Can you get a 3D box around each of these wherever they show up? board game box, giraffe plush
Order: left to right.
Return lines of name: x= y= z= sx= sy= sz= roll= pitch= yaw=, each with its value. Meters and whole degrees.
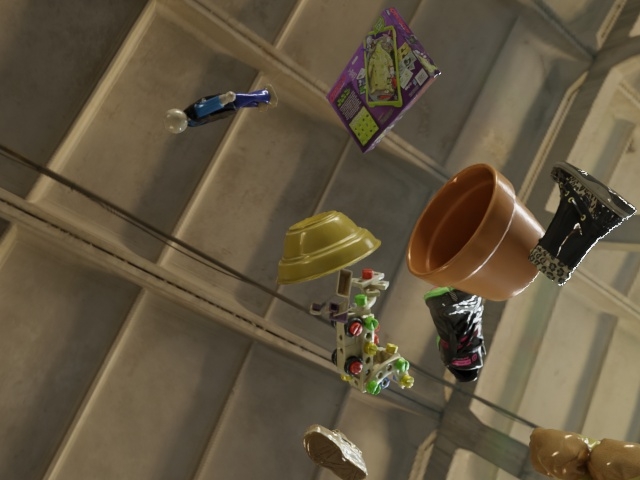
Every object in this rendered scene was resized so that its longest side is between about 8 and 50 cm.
board game box: x=0.151 y=-0.406 z=1.464 sx=0.056 sy=0.347 sz=0.208 roll=-32 pitch=-97 yaw=-33
giraffe plush: x=0.322 y=0.310 z=0.616 sx=0.210 sy=0.181 sz=0.170 roll=33 pitch=-117 yaw=-54

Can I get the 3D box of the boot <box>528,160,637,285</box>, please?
boot: x=0.432 y=-0.037 z=0.997 sx=0.085 sy=0.236 sz=0.178 roll=29 pitch=-71 yaw=-13

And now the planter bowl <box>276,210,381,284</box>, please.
planter bowl: x=0.000 y=0.000 z=1.072 sx=0.217 sy=0.217 sz=0.090 roll=-24 pitch=-80 yaw=-21

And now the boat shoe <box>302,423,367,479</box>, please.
boat shoe: x=0.024 y=0.377 z=1.011 sx=0.063 sy=0.059 sz=0.170 roll=-29 pitch=-59 yaw=16

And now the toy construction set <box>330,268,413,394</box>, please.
toy construction set: x=0.126 y=0.239 z=1.402 sx=0.215 sy=0.151 sz=0.327 roll=-11 pitch=-86 yaw=-32

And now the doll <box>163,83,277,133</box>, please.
doll: x=-0.163 y=-0.213 z=0.894 sx=0.189 sy=0.129 sz=0.046 roll=-23 pitch=-79 yaw=-31

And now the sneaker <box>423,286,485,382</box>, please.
sneaker: x=0.442 y=0.286 z=1.724 sx=0.185 sy=0.202 sz=0.482 roll=-18 pitch=-42 yaw=8

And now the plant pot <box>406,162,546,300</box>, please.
plant pot: x=0.361 y=0.003 z=1.243 sx=0.203 sy=0.291 sz=0.290 roll=32 pitch=-101 yaw=-14

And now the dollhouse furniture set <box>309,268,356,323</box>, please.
dollhouse furniture set: x=0.038 y=0.102 z=1.157 sx=0.091 sy=0.081 sz=0.114 roll=18 pitch=-115 yaw=-20
